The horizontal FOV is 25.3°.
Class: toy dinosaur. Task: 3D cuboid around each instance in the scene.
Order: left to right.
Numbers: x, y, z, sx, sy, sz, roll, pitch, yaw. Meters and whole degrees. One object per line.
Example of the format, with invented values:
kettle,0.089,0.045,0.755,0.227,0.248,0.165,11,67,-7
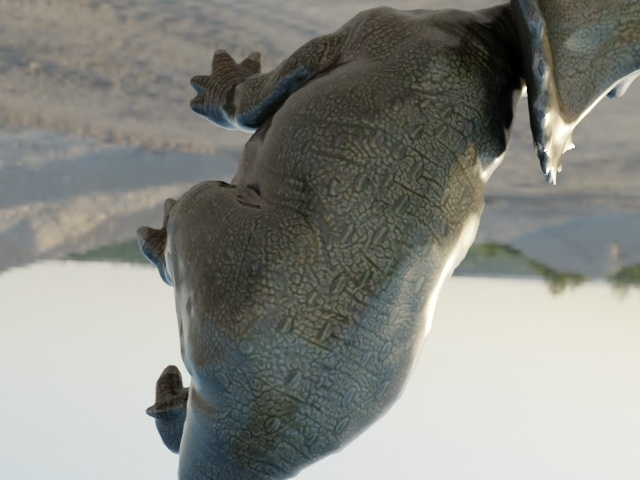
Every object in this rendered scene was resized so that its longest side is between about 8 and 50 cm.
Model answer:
toy dinosaur,0.000,0.000,0.450,0.121,0.313,0.160,44,163,-11
